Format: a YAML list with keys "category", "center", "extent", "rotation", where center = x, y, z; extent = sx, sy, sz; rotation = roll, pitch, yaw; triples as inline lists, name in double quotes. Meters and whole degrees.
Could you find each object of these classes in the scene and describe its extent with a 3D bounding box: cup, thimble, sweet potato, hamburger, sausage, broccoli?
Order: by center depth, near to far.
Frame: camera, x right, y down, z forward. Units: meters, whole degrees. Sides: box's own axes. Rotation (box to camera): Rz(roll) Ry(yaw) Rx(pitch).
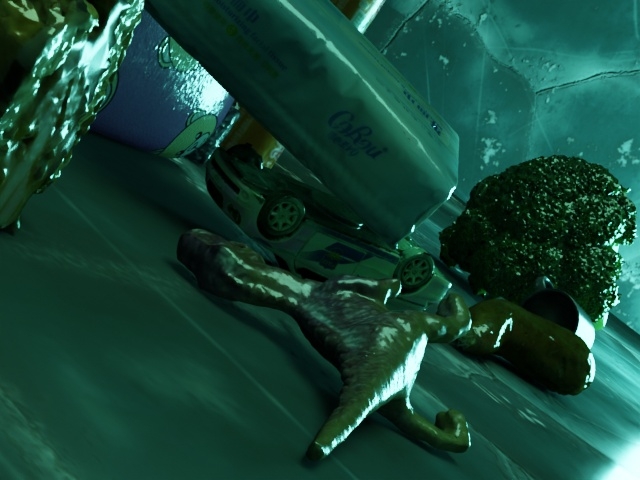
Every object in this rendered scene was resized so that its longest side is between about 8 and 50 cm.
- category: "hamburger"
  center: [-0.202, -0.116, 0.695]
  extent: [0.208, 0.155, 0.135]
  rotation: [29, 2, 11]
- category: "thimble"
  center: [-0.133, -0.127, 1.314]
  extent: [0.104, 0.066, 0.095]
  rotation: [34, 10, -4]
- category: "sweet potato"
  center: [0.196, 0.100, 1.373]
  extent: [0.233, 0.062, 0.081]
  rotation: [23, 16, -45]
- category: "sausage"
  center: [-0.010, -0.213, 1.445]
  extent: [0.093, 0.312, 0.093]
  rotation: [35, 9, -7]
- category: "cup"
  center: [0.278, 0.092, 1.645]
  extent: [0.077, 0.078, 0.100]
  rotation: [30, 46, -57]
- category: "broccoli"
  center: [0.294, 0.012, 1.827]
  extent: [0.294, 0.265, 0.245]
  rotation: [-76, 146, -75]

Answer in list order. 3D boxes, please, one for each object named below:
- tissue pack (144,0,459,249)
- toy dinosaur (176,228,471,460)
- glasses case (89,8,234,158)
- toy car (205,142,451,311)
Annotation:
- category: "tissue pack"
  center: [-0.008, -0.128, 1.048]
  extent: [0.263, 0.089, 0.177]
  rotation: [43, 17, -8]
- category: "toy dinosaur"
  center: [0.019, 0.075, 0.825]
  extent: [0.200, 0.072, 0.251]
  rotation: [17, 28, -33]
- category: "glasses case"
  center: [-0.161, -0.145, 1.090]
  extent: [0.076, 0.123, 0.316]
  rotation: [33, 5, 27]
- category: "toy car"
  center: [0.000, 0.000, 1.075]
  extent: [0.224, 0.076, 0.090]
  rotation: [22, 18, -37]
